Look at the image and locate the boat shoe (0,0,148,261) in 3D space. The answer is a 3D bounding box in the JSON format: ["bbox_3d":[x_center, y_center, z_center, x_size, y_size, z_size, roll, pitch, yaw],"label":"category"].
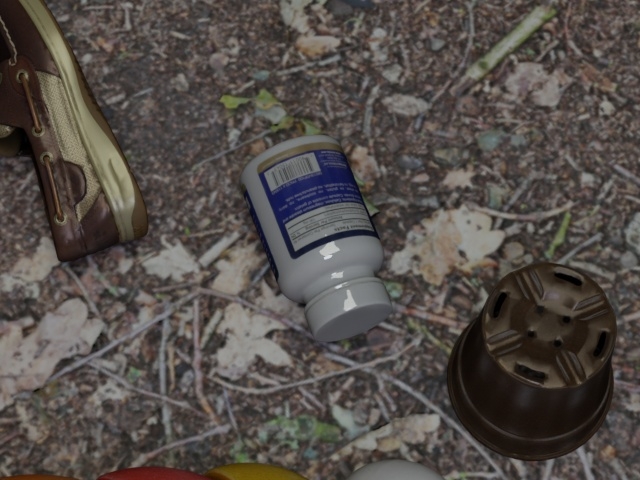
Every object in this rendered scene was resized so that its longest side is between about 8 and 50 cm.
[{"bbox_3d":[-0.297,-0.132,1.887,0.123,0.123,0.342,-25,76,-12],"label":"boat shoe"}]

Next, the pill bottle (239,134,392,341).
[{"bbox_3d":[0.000,0.000,1.835,0.112,0.112,0.187,-18,69,-8],"label":"pill bottle"}]

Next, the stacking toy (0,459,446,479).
[{"bbox_3d":[-0.084,0.313,1.654,0.479,0.350,0.351,-16,67,-28],"label":"stacking toy"}]

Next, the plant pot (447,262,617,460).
[{"bbox_3d":[0.208,0.108,1.764,0.167,0.165,0.167,0,68,0],"label":"plant pot"}]
